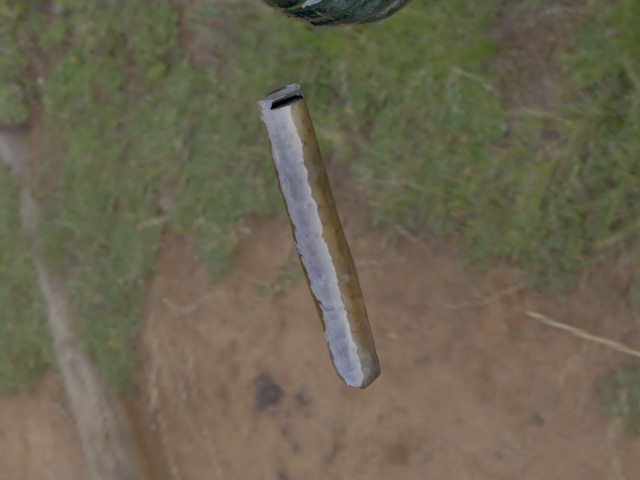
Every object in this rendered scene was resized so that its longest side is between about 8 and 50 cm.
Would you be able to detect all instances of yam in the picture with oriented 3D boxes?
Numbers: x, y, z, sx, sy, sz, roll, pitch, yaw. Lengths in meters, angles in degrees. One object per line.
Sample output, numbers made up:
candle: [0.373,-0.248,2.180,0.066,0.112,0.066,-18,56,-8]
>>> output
yam: [0.000,0.000,1.303,0.046,0.046,0.264,-1,108,52]

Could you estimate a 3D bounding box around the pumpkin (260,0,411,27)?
pumpkin: [-0.003,-0.268,1.221,0.162,0.220,0.220,-46,44,18]
